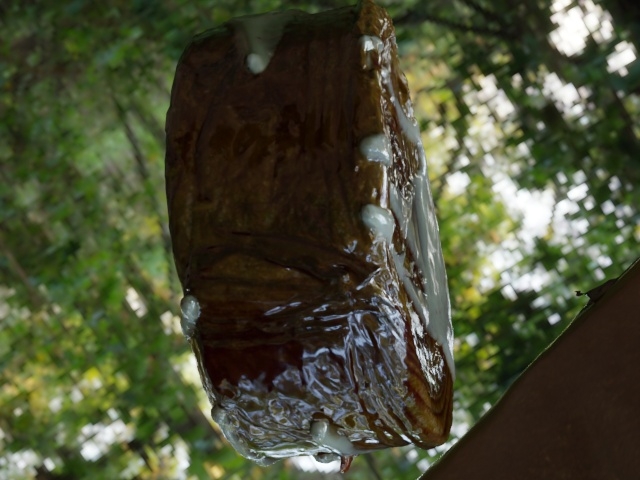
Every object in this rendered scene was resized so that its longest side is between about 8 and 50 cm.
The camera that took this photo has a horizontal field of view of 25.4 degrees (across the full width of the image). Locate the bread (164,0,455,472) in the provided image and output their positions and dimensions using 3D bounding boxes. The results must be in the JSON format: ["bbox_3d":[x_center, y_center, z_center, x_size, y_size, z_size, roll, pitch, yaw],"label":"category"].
[{"bbox_3d":[0.000,0.000,0.485,0.073,0.160,0.160,-10,-166,9],"label":"bread"}]

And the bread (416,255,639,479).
[{"bbox_3d":[0.172,0.163,0.606,0.323,0.143,0.333,-50,-153,21],"label":"bread"}]
